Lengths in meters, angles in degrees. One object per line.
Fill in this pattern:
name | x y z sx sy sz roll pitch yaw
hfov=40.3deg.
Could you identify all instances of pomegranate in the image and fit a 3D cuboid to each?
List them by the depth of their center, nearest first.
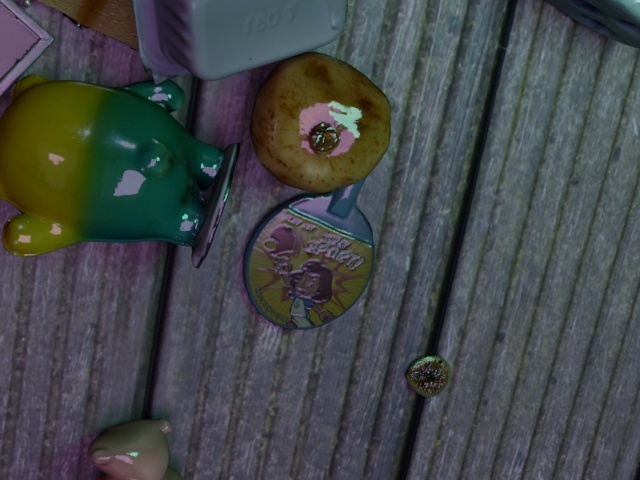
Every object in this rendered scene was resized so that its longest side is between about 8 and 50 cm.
pomegranate | 0.000 -0.176 1.301 0.215 0.215 0.215 -3 107 -10

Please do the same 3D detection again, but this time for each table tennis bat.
table tennis bat | 0.000 0.000 1.445 0.215 0.044 0.329 24 102 -15

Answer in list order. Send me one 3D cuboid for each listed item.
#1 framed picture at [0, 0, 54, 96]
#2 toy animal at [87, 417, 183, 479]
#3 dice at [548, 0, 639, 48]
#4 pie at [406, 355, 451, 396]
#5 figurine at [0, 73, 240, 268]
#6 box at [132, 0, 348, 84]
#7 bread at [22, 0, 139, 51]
framed picture | -0.553 -0.306 1.238 0.274 0.017 0.217 45 82 -19
toy animal | -0.311 0.405 1.446 0.171 0.171 0.197 -4 105 -10
dice | 0.466 -0.454 1.276 0.263 0.264 0.268 28 99 -17
pie | 0.194 0.243 1.562 0.084 0.021 0.084 -3 107 -10
figurine | -0.303 -0.105 1.253 0.340 0.231 0.323 17 73 -11
box | -0.083 -0.334 1.195 0.337 0.106 0.264 -23 144 -20
bread | -0.300 -0.383 1.239 0.266 0.142 0.178 22 89 -25
